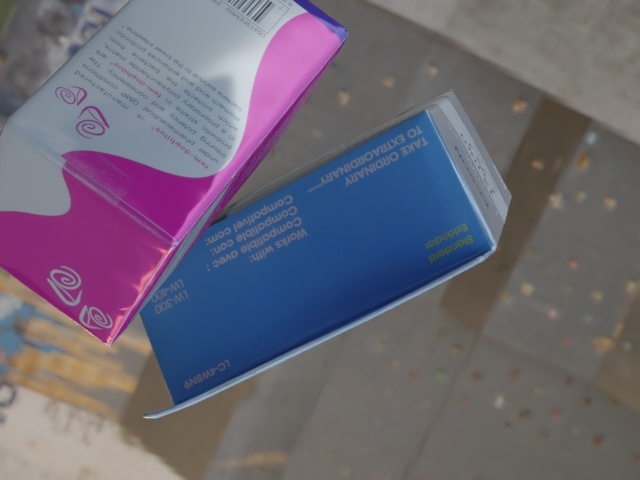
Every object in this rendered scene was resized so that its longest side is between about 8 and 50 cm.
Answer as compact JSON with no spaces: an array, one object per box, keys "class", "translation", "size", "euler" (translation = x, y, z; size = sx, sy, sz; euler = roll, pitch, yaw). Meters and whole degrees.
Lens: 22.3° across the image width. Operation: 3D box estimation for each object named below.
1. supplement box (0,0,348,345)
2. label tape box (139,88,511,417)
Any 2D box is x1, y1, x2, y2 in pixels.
[{"class":"supplement box","translation":[-0.093,-0.064,0.936],"size":[0.114,0.111,0.220],"euler":[-53,180,45]},{"class":"label tape box","translation":[0.000,0.000,1.178],"size":[0.249,0.115,0.347],"euler":[-27,-178,12]}]
